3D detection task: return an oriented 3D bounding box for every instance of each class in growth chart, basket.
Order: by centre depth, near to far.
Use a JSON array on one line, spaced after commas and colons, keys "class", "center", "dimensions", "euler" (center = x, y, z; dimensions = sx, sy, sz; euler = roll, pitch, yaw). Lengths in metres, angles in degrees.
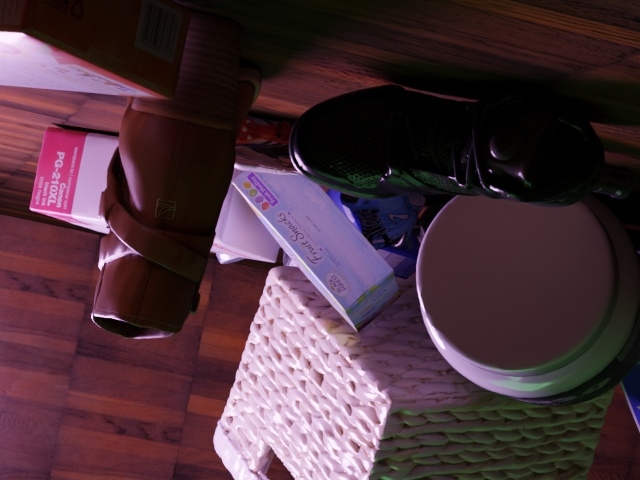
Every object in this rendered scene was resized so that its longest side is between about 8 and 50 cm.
[{"class": "growth chart", "center": [-0.006, -0.073, 1.622], "dimensions": [0.237, 0.021, 0.172], "euler": [10, -170, 15]}, {"class": "basket", "center": [0.099, 0.203, 2.009], "dimensions": [0.331, 0.266, 0.328], "euler": [-1, -152, -29]}]

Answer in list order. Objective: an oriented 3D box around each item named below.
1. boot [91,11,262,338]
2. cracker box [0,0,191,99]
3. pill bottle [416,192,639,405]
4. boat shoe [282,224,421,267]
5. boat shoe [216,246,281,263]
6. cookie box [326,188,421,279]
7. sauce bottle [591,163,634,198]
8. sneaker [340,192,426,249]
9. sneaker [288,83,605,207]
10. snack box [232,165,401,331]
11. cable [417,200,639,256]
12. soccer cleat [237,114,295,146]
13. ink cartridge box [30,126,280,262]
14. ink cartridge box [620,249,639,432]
[{"class": "boot", "center": [-0.106, -0.034, 1.289], "dimensions": [0.109, 0.220, 0.283], "euler": [11, 175, -9]}, {"class": "cracker box", "center": [-0.223, -0.148, 1.145], "dimensions": [0.232, 0.067, 0.155], "euler": [7, 173, 31]}, {"class": "pill bottle", "center": [0.205, 0.050, 1.672], "dimensions": [0.204, 0.204, 0.361], "euler": [10, 175, 15]}, {"class": "boat shoe", "center": [0.115, 0.024, 2.196], "dimensions": [0.335, 0.121, 0.119], "euler": [5, -155, -17]}, {"class": "boat shoe", "center": [-0.045, -0.036, 2.110], "dimensions": [0.183, 0.083, 0.065], "euler": [-16, 176, -2]}, {"class": "cookie box", "center": [0.058, -0.011, 1.969], "dimensions": [0.107, 0.092, 0.040], "euler": [17, 129, -45]}, {"class": "sauce bottle", "center": [0.189, -0.060, 1.405], "dimensions": [0.128, 0.042, 0.042], "euler": [10, 176, -21]}, {"class": "sneaker", "center": [0.066, -0.026, 1.862], "dimensions": [0.063, 0.073, 0.162], "euler": [9, 175, 27]}, {"class": "sneaker", "center": [0.091, -0.071, 1.248], "dimensions": [0.227, 0.087, 0.130], "euler": [8, 173, 1]}, {"class": "snack box", "center": [0.000, 0.000, 1.795], "dimensions": [0.174, 0.070, 0.207], "euler": [49, 177, 10]}, {"class": "cable", "center": [0.251, 0.010, 1.889], "dimensions": [0.287, 0.139, 0.072], "euler": [30, 157, 8]}, {"class": "soccer cleat", "center": [-0.054, -0.097, 1.585], "dimensions": [0.083, 0.029, 0.035], "euler": [5, 170, 12]}, {"class": "ink cartridge box", "center": [-0.172, -0.050, 1.961], "dimensions": [0.237, 0.100, 0.172], "euler": [9, 175, 21]}, {"class": "ink cartridge box", "center": [0.442, 0.124, 2.004], "dimensions": [0.072, 0.307, 0.303], "euler": [-36, -154, -25]}]
